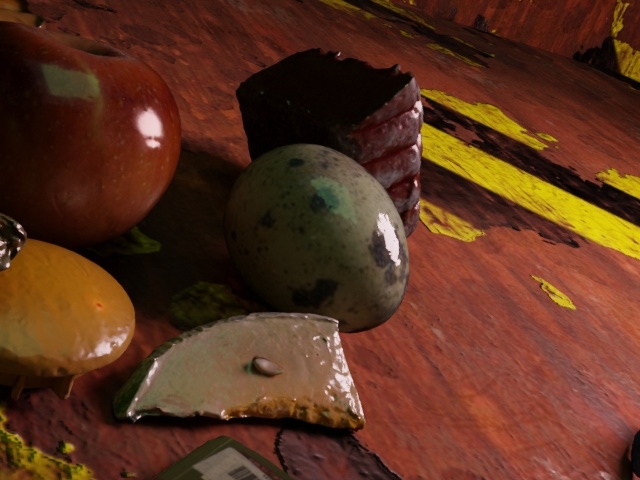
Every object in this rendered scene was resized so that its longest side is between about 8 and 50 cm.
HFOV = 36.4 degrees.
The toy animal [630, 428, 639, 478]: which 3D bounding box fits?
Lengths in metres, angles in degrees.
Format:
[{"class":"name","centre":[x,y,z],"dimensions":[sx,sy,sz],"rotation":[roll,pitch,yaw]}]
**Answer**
[{"class":"toy animal","centre":[0.339,0.160,0.747],"dimensions":[0.176,0.239,0.255],"rotation":[41,57,-29]}]

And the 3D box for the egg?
[{"class":"egg","centre":[0.000,0.000,0.814],"dimensions":[0.141,0.141,0.181],"rotation":[-8,46,-50]}]

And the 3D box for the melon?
[{"class":"melon","centre":[-0.061,0.092,0.682],"dimensions":[0.182,0.054,0.098],"rotation":[8,42,-30]}]

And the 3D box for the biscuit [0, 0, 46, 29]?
[{"class":"biscuit","centre":[-0.425,-0.201,0.909],"dimensions":[0.326,0.107,0.325],"rotation":[16,24,-7]}]

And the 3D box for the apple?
[{"class":"apple","centre":[-0.212,-0.081,0.778],"dimensions":[0.201,0.162,0.201],"rotation":[16,12,-4]}]

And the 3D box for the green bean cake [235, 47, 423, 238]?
[{"class":"green bean cake","centre":[0.009,-0.106,0.965],"dimensions":[0.097,0.198,0.233],"rotation":[-27,42,-21]}]

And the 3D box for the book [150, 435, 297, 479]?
[{"class":"book","centre":[-0.050,0.199,0.461],"dimensions":[0.201,0.026,0.289],"rotation":[31,24,19]}]

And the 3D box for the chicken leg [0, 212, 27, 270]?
[{"class":"chicken leg","centre":[-0.275,-0.001,0.577],"dimensions":[0.198,0.069,0.085],"rotation":[-2,25,1]}]

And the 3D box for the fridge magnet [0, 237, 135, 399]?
[{"class":"fridge magnet","centre":[-0.191,0.045,0.627],"dimensions":[0.143,0.063,0.143],"rotation":[17,25,-8]}]
